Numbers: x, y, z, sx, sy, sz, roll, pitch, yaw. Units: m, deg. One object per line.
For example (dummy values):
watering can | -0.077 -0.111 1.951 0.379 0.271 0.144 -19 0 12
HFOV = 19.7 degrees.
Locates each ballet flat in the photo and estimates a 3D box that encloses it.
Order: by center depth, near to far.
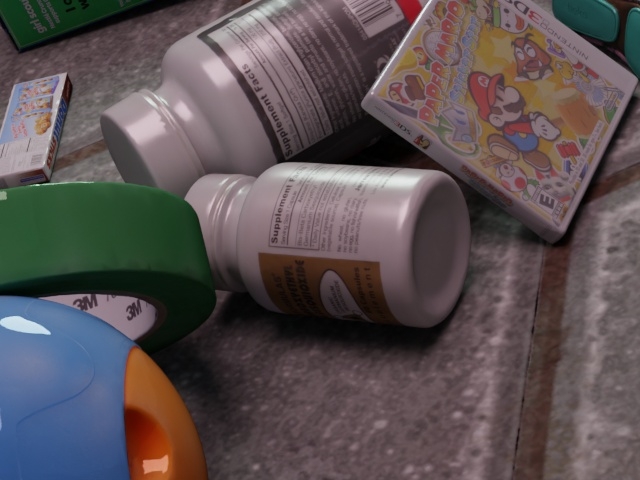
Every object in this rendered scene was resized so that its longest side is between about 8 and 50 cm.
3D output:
ballet flat | 0.307 -0.200 1.742 0.079 0.077 0.221 -13 31 -25

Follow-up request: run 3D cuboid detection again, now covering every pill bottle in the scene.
pill bottle | 0.000 0.000 1.562 0.229 0.131 0.131 5 42 30
pill bottle | -0.038 -0.139 1.723 0.318 0.176 0.176 -31 37 -15

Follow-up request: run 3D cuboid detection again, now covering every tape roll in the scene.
tape roll | -0.246 0.048 1.473 0.321 0.321 0.077 -16 73 5

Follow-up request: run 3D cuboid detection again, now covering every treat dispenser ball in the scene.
treat dispenser ball | -0.222 0.183 1.294 0.288 0.288 0.288 -13 36 10

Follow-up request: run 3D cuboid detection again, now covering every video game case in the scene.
video game case | 0.165 -0.131 1.633 0.206 0.026 0.227 35 50 -4

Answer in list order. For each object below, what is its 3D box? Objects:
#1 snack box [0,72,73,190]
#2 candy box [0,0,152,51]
snack box | -0.306 -0.116 1.949 0.064 0.022 0.178 -12 37 12
candy box | -0.236 -0.381 2.165 0.317 0.122 0.268 -21 36 7
